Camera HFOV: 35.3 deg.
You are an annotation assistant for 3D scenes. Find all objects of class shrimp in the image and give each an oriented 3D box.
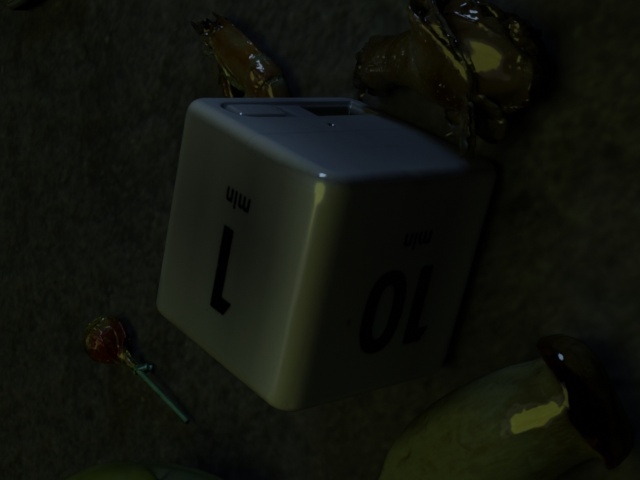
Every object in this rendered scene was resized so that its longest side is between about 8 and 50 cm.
[{"bbox_3d":[-0.081,-0.167,1.025,0.180,0.041,0.099,54,146,27],"label":"shrimp"}]

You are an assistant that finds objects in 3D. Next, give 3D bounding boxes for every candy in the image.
[{"bbox_3d":[-0.222,0.161,1.224,0.201,0.060,0.060,37,122,31],"label":"candy"}]

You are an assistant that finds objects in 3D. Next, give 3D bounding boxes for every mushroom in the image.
[{"bbox_3d":[0.114,0.183,0.819,0.333,0.087,0.107,-45,64,45],"label":"mushroom"}]

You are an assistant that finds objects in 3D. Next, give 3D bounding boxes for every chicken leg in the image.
[{"bbox_3d":[0.092,-0.143,0.799,0.196,0.081,0.125,35,129,43],"label":"chicken leg"}]

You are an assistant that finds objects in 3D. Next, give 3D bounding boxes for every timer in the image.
[{"bbox_3d":[0.000,0.000,0.833,0.194,0.192,0.194,31,118,42],"label":"timer"}]

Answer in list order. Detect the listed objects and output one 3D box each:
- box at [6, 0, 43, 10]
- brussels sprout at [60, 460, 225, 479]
[{"bbox_3d":[-0.363,-0.375,1.304,0.178,0.036,0.115,-7,90,49],"label":"box"},{"bbox_3d":[-0.184,0.380,1.068,0.344,0.268,0.343,9,111,26],"label":"brussels sprout"}]
